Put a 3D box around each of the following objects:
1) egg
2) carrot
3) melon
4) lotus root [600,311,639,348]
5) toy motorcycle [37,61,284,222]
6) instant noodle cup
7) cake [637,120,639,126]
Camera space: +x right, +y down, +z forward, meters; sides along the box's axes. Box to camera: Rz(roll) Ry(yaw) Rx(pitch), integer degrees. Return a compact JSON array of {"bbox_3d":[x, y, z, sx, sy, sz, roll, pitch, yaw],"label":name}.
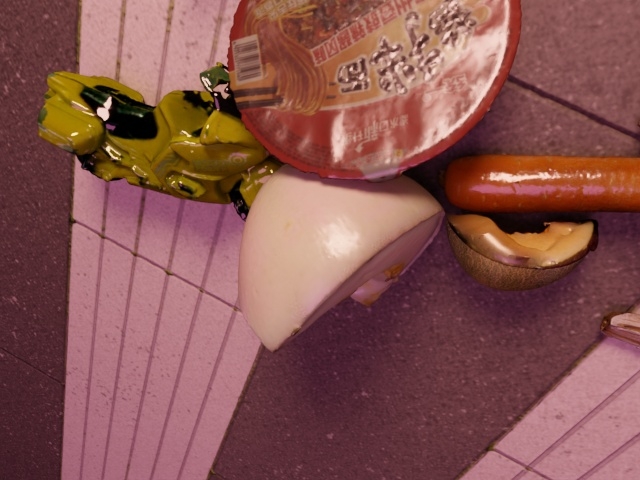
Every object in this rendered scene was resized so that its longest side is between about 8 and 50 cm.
[{"bbox_3d":[0.013,-0.014,0.545,0.162,0.271,0.206,48,123,15],"label":"egg"},{"bbox_3d":[0.238,-0.061,0.517,0.225,0.067,0.067,2,119,19],"label":"carrot"},{"bbox_3d":[0.222,0.025,0.549,0.160,0.079,0.128,1,145,7],"label":"melon"},{"bbox_3d":[0.381,0.108,0.579,0.083,0.030,0.037,20,155,14],"label":"lotus root"},{"bbox_3d":[-0.186,-0.130,0.606,0.341,0.142,0.206,17,122,10],"label":"toy motorcycle"},{"bbox_3d":[0.047,-0.182,0.477,0.273,0.090,0.274,-2,84,16],"label":"instant noodle cup"},{"bbox_3d":[0.367,-0.128,0.391,0.147,0.135,0.135,-3,118,13],"label":"cake"}]
